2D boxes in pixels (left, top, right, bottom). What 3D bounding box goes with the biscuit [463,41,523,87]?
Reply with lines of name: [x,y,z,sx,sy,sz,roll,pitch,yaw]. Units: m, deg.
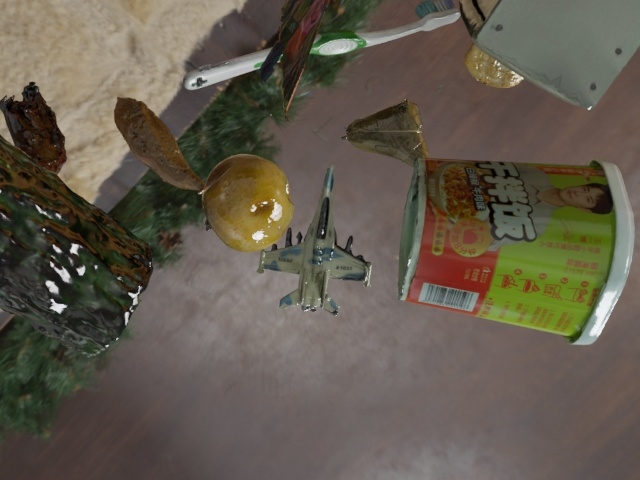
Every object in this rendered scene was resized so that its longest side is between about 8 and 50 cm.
biscuit: [0.337,-0.352,1.429,0.118,0.247,0.029,20,56,-8]

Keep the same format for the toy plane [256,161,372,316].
toy plane: [0.000,-0.003,1.364,0.192,0.088,0.262,8,100,-5]

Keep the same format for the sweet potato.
sweet potato: [-0.217,-0.126,1.083,0.060,0.068,0.206,-35,69,-23]

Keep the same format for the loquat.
loquat: [-0.162,-0.087,1.773,0.213,0.213,0.213,-1,99,-3]

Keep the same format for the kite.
kite: [-0.013,-0.279,1.004,0.016,0.321,0.234,24,126,-23]

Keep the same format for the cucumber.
cucumber: [-0.186,-0.053,0.319,0.067,0.067,0.293,-44,122,4]

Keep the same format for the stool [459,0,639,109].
stool: [0.314,-0.335,1.009,0.170,0.244,0.270,28,115,-9]

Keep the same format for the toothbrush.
toothbrush: [0.011,-0.267,1.137,0.417,0.042,0.040,-21,71,-18]

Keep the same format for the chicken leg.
chicken leg: [-0.465,-0.167,1.347,0.063,0.105,0.234,-43,59,34]

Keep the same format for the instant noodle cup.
instant noodle cup: [0.286,0.001,1.301,0.307,0.294,0.294,8,98,-1]

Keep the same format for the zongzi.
zongzi: [0.132,-0.181,1.719,0.188,0.081,0.178,-19,75,23]
